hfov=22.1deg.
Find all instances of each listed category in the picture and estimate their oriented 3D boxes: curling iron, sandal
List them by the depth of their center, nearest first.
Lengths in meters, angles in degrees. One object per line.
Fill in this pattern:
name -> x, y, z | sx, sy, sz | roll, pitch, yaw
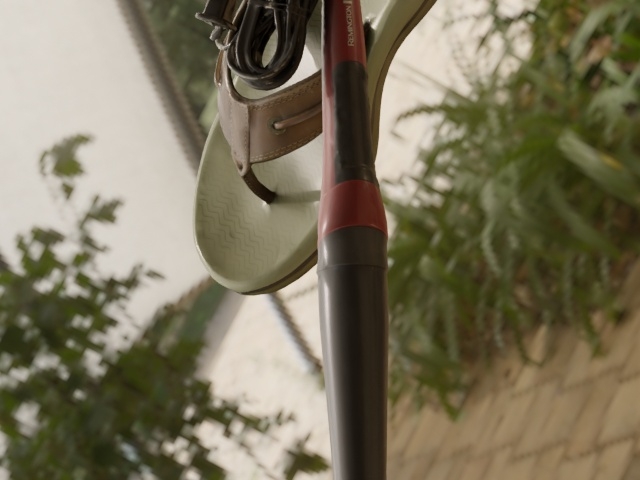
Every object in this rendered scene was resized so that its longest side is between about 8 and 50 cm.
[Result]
curling iron -> 0.000, 0.000, 0.678 | 0.035, 0.068, 0.274 | 34, -135, -72
sandal -> -0.014, -0.109, 0.938 | 0.086, 0.120, 0.302 | -2, -57, -46
